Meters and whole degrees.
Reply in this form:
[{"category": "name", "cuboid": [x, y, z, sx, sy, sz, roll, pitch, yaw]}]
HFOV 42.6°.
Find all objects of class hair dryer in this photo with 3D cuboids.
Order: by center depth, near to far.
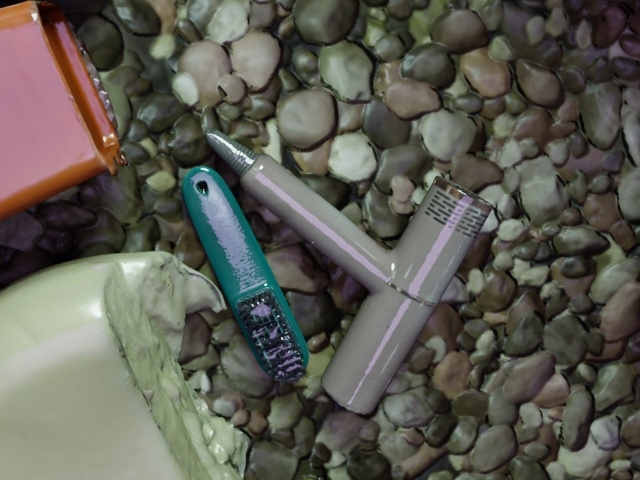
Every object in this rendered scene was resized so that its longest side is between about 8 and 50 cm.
[{"category": "hair dryer", "cuboid": [-0.008, 0.009, 0.632, 0.220, 0.053, 0.195, 25, 101, -11]}]

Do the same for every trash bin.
[{"category": "trash bin", "cuboid": [-0.258, -0.051, 0.540, 0.239, 0.161, 0.184, -20, 107, -3]}]

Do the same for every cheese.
[{"category": "cheese", "cuboid": [-0.164, 0.145, 0.621, 0.233, 0.127, 0.266, -19, 109, -3]}]

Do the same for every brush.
[{"category": "brush", "cuboid": [-0.058, 0.032, 0.645, 0.043, 0.032, 0.193, -23, 108, 2]}]

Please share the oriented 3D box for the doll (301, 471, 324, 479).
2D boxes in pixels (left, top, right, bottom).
[{"category": "doll", "cuboid": [-0.042, 0.301, 0.670, 0.143, 0.135, 0.221, 38, 103, -29]}]
